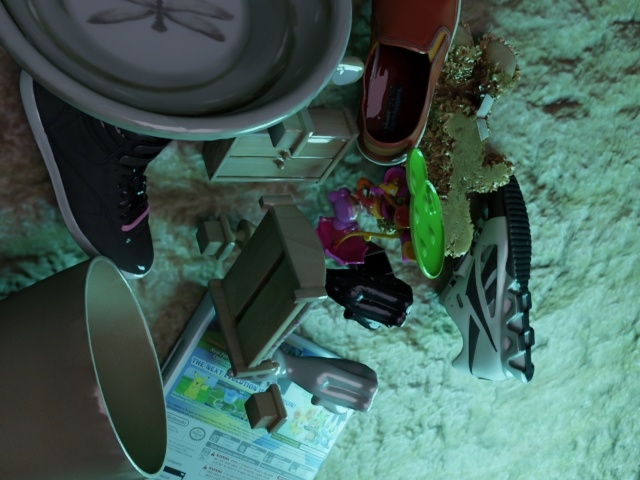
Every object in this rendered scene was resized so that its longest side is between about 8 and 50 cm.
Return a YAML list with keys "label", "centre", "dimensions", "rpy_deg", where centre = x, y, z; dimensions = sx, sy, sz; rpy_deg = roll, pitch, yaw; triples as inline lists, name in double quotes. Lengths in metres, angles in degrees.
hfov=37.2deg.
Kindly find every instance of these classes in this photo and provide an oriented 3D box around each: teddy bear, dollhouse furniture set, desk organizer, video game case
- label: "teddy bear"
  centre: [0.177, -0.150, 1.363]
  dimensions: [0.245, 0.113, 0.338]
  rpy_deg: [-7, 105, -36]
- label: "dollhouse furniture set"
  centre: [0.000, 0.000, 1.137]
  dimensions: [0.173, 0.356, 0.303]
  rpy_deg: [-3, 149, -30]
- label: "desk organizer"
  centre: [0.086, 0.065, 1.413]
  dimensions: [0.047, 0.050, 0.130]
  rpy_deg: [-35, 124, -16]
- label: "video game case"
  centre: [-0.110, 0.264, 1.376]
  dimensions: [0.329, 0.036, 0.300]
  rpy_deg: [32, 89, -36]

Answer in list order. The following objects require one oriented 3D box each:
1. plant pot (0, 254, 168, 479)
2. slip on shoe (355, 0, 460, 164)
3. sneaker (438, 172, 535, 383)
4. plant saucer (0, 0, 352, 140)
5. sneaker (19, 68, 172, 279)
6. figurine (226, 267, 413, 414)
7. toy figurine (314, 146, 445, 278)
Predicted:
- label: "plant pot"
  centre: [-0.344, 0.175, 1.073]
  dimensions: [0.273, 0.256, 0.257]
  rpy_deg: [-15, 120, 2]
- label: "slip on shoe"
  centre: [0.112, -0.262, 1.227]
  dimensions: [0.123, 0.101, 0.332]
  rpy_deg: [12, 93, 2]
- label: "sneaker"
  centre: [0.249, 0.053, 1.475]
  dimensions: [0.122, 0.146, 0.331]
  rpy_deg: [10, 80, -62]
- label: "plant saucer"
  centre: [-0.167, -0.266, 1.003]
  dimensions: [0.400, 0.100, 0.401]
  rpy_deg: [9, 64, -20]
- label: "sneaker"
  centre: [-0.222, -0.077, 1.088]
  dimensions: [0.104, 0.146, 0.296]
  rpy_deg: [-56, 137, -49]
- label: "figurine"
  centre: [-0.008, 0.125, 1.316]
  dimensions: [0.209, 0.092, 0.215]
  rpy_deg: [20, 93, -20]
- label: "toy figurine"
  centre: [0.066, -0.029, 1.252]
  dimensions: [0.130, 0.159, 0.173]
  rpy_deg: [-48, 128, -59]
